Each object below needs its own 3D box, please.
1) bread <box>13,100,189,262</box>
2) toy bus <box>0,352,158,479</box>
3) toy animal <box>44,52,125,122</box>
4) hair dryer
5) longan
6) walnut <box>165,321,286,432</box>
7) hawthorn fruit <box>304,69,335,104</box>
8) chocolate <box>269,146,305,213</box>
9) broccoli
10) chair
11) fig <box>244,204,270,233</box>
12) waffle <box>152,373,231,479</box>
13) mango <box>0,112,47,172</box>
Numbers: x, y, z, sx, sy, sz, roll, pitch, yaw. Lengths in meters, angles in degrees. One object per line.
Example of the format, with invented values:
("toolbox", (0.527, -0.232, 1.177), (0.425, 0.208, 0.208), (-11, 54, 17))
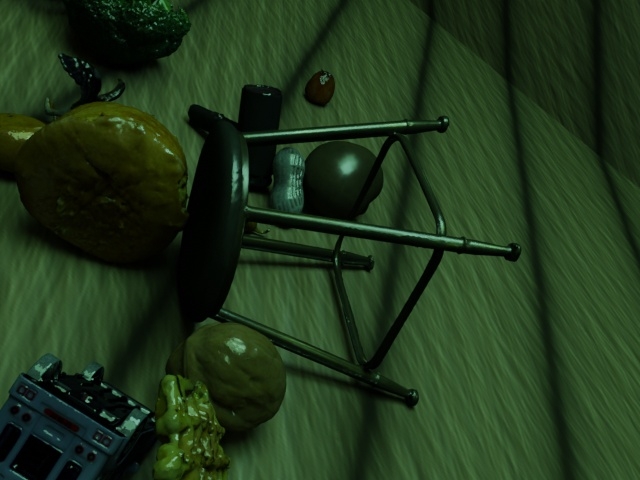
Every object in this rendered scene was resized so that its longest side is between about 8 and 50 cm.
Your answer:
("bread", (-0.329, -0.098, 1.078), (0.268, 0.268, 0.145), (19, 31, -16))
("toy bus", (-0.258, 0.215, 0.754), (0.125, 0.292, 0.133), (31, 78, 2))
("toy animal", (-0.438, -0.254, 1.290), (0.160, 0.272, 0.197), (-11, 44, 5))
("hair dryer", (-0.194, -0.244, 1.466), (0.251, 0.197, 0.089), (24, 25, 32))
("longan", (0.045, -0.128, 1.469), (0.189, 0.189, 0.189), (20, 35, -14))
("walnut", (-0.123, 0.182, 0.939), (0.166, 0.166, 0.149), (23, 40, -9))
("hawthorn fruit", (0.003, -0.422, 1.884), (0.081, 0.093, 0.081), (19, 36, -14))
("chocolate", (-0.067, -0.110, 1.400), (0.072, 0.072, 0.167), (12, 72, -24))
("broccoli", (-0.431, -0.542, 1.570), (0.297, 0.297, 0.297), (20, -2, 1))
("chair", (0.000, 0.000, 1.111), (0.410, 0.364, 0.362), (9, 39, -20))
("fig", (-0.135, -0.036, 1.319), (0.083, 0.050, 0.050), (35, 31, -17))
("waffle", (-0.133, 0.264, 0.756), (0.051, 0.291, 0.291), (-13, 43, -2))
("mango", (-0.528, -0.166, 1.159), (0.165, 0.089, 0.115), (5, 39, -27))
